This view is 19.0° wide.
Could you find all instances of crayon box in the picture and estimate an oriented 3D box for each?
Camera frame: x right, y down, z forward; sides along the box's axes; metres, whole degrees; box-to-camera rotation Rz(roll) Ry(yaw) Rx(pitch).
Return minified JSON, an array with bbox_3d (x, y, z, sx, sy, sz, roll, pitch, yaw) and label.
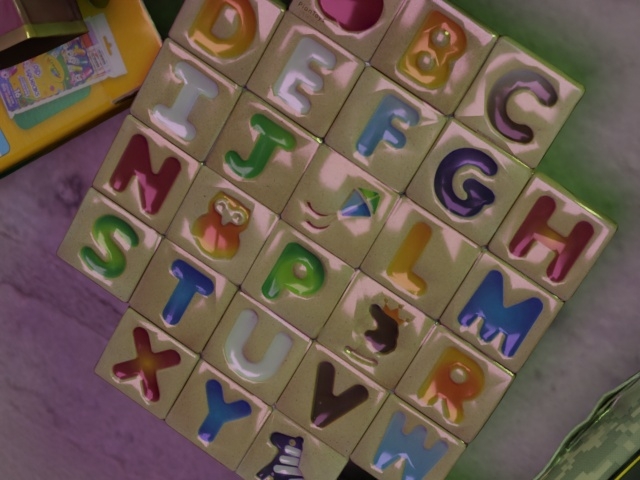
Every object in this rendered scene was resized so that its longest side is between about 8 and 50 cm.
[{"bbox_3d":[-0.236,-0.144,1.265,0.323,0.083,0.203,-24,94,33],"label":"crayon box"}]

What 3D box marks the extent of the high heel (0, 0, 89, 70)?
[{"bbox_3d":[-0.094,-0.237,1.051,0.377,0.127,0.181,-21,88,23],"label":"high heel"}]

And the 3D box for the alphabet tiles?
[{"bbox_3d":[0.000,0.000,1.145,0.285,0.011,0.342,35,117,8],"label":"alphabet tiles"}]

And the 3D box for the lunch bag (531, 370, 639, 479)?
[{"bbox_3d":[0.245,0.189,1.024,0.235,0.169,0.287,-45,81,0],"label":"lunch bag"}]
